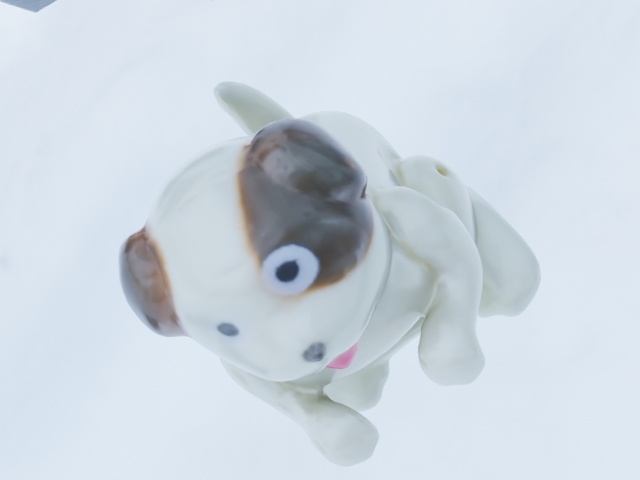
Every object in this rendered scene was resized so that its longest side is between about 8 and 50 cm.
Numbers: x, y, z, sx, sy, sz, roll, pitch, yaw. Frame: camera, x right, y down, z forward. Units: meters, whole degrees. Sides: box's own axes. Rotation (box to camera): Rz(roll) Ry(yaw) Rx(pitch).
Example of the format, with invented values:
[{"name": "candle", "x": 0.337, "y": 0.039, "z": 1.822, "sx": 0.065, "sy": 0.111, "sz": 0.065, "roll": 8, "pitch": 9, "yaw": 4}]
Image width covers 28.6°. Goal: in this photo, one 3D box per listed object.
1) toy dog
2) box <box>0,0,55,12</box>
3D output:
[{"name": "toy dog", "x": 0.000, "y": 0.000, "z": 1.150, "sx": 0.285, "sy": 0.408, "sz": 0.395, "roll": -26, "pitch": 85, "yaw": 18}, {"name": "box", "x": -0.283, "y": -0.344, "z": 1.290, "sx": 0.158, "sy": 0.093, "sz": 0.156, "roll": -27, "pitch": 84, "yaw": 14}]
